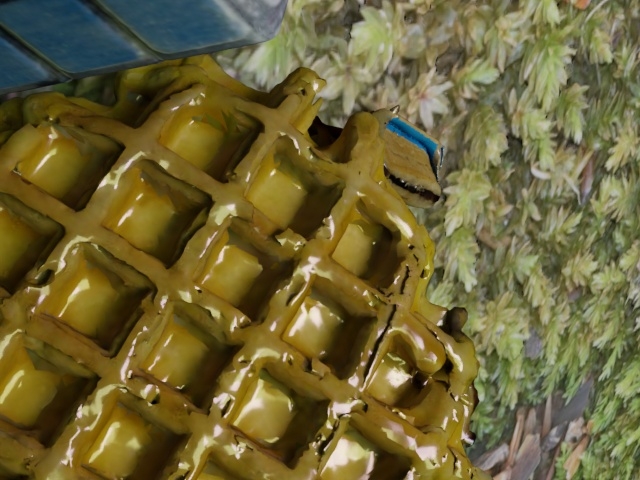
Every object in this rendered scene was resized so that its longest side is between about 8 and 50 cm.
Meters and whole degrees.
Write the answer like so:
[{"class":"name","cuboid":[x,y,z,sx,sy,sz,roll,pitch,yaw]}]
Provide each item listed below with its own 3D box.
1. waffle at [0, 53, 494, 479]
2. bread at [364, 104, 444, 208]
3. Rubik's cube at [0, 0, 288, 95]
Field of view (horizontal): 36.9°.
[{"class":"waffle","cuboid":[-0.085,0.063,0.587,0.380,0.095,0.382,-16,79,-19]},{"class":"bread","cuboid":[0.067,-0.071,0.856,0.106,0.053,0.072,23,68,-47]},{"class":"Rubik's cube","cuboid":[-0.154,-0.234,0.405,0.256,0.259,0.253,39,58,-46]}]
